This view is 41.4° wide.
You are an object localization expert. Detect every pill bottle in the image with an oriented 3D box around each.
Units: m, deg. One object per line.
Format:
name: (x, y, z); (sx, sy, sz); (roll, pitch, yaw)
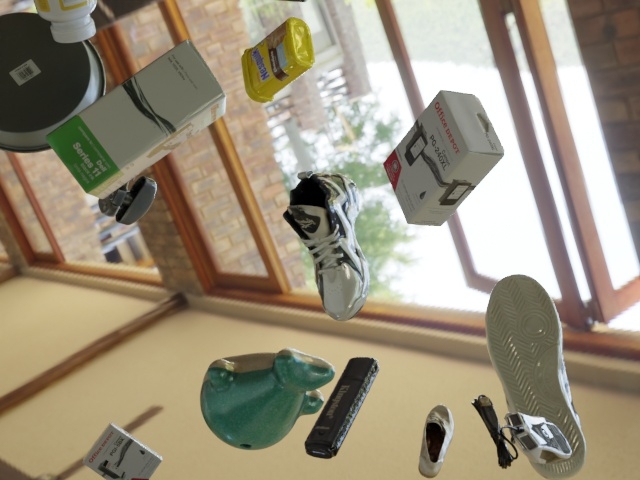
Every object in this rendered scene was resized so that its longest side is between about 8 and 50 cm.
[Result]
pill bottle: (-0.438, -0.434, 1.431); (0.103, 0.184, 0.103); (-4, -145, 3)

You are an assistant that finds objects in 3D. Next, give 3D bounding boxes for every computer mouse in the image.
computer mouse: (0.274, 0.270, 1.144); (0.042, 0.193, 0.106); (-46, -135, 21)

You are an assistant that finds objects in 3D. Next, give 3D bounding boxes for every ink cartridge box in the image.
ink cartridge box: (0.157, -0.106, 1.102); (0.063, 0.109, 0.150); (3, 142, -30)
ink cartridge box: (-0.413, 0.458, 1.770); (0.099, 0.135, 0.056); (-55, -174, -13)
ink cartridge box: (-0.224, -0.148, 1.070); (0.208, 0.086, 0.153); (-37, -176, -5)

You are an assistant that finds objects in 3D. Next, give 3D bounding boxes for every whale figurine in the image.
whale figurine: (-0.089, 0.260, 1.386); (0.272, 0.216, 0.141); (-32, -138, 49)

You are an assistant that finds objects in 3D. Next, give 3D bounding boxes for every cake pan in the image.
cake pan: (-0.562, -0.311, 1.617); (0.293, 0.293, 0.054); (-25, 169, -14)

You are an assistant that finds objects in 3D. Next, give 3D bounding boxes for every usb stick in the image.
usb stick: (0.048, 0.341, 1.762); (0.077, 0.045, 0.278); (3, -146, 25)

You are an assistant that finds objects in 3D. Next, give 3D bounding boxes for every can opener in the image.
can opener: (-0.321, -0.162, 1.572); (0.076, 0.095, 0.283); (38, -80, 46)

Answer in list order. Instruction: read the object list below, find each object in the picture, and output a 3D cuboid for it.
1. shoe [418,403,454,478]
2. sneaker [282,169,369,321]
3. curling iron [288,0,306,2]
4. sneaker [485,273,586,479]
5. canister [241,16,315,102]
shoe: (0.295, 0.494, 2.132); (0.077, 0.058, 0.219); (11, -138, 10)
sneaker: (0.000, 0.000, 1.282); (0.094, 0.234, 0.153); (-5, 166, 32)
curling iron: (-0.144, -0.379, 1.223); (0.274, 0.068, 0.035); (21, -118, 18)
sneaker: (0.364, 0.236, 1.465); (0.131, 0.349, 0.148); (-10, 163, 8)
canister: (-0.092, -0.390, 1.834); (0.073, 0.126, 0.170); (5, 158, -40)
